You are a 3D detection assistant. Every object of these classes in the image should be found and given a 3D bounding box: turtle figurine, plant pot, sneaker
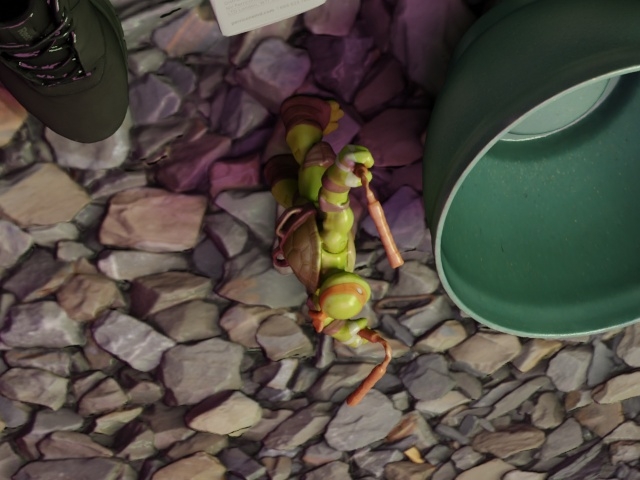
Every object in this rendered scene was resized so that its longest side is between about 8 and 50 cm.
[{"bbox_3d":[0.000,0.000,1.037,0.087,0.217,0.269,-10,137,-7],"label":"turtle figurine"},{"bbox_3d":[0.209,-0.087,1.025,0.293,0.196,0.293,-9,136,-9],"label":"plant pot"},{"bbox_3d":[-0.207,-0.161,0.874,0.109,0.130,0.286,-20,138,1],"label":"sneaker"}]

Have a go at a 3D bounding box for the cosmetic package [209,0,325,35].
[{"bbox_3d":[-0.068,-0.263,0.819,0.085,0.117,0.231,-19,136,2],"label":"cosmetic package"}]
